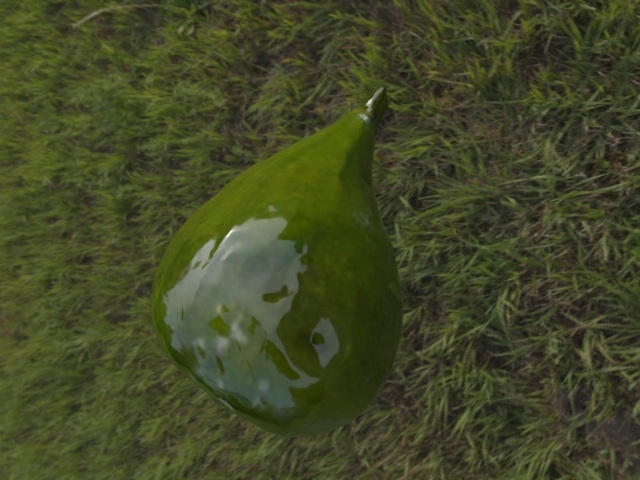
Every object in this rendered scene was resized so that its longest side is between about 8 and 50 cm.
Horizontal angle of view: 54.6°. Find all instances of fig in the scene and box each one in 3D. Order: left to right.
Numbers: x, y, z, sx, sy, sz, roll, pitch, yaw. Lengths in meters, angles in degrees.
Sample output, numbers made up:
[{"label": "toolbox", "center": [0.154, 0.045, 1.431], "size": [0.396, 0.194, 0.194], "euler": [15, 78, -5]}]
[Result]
[{"label": "fig", "center": [-0.002, 0.029, 0.575], "size": [0.233, 0.314, 0.233], "euler": [31, 143, 27]}]
